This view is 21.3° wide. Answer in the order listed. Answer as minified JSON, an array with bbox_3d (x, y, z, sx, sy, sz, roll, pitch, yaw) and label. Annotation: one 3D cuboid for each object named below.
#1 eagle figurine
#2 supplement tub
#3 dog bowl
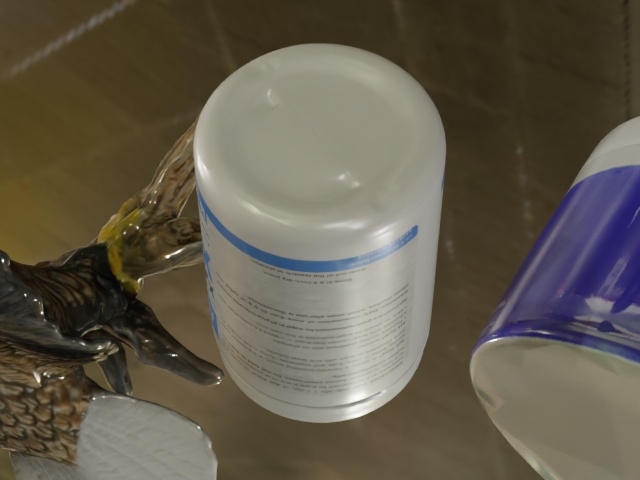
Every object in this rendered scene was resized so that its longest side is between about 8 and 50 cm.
[{"bbox_3d":[-0.185,0.024,0.715,0.225,0.226,0.298,14,-171,31],"label":"eagle figurine"},{"bbox_3d":[0.000,0.000,0.502,0.071,0.071,0.107,25,149,16],"label":"supplement tub"},{"bbox_3d":[0.191,0.073,0.637,0.265,0.104,0.265,32,164,10],"label":"dog bowl"}]
